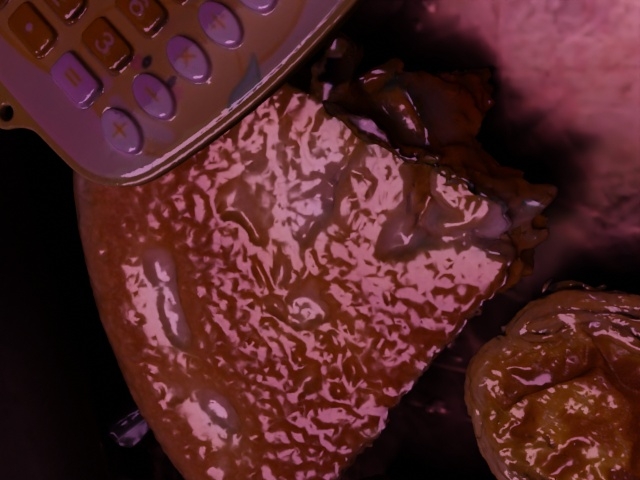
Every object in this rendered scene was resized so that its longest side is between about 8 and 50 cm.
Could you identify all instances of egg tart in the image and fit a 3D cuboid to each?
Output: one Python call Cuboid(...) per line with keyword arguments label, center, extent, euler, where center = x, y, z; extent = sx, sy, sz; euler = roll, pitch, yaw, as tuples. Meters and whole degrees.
Cuboid(label="egg tart", center=(0.127, 0.070, 0.570), extent=(0.130, 0.052, 0.130), euler=(13, 120, 23))

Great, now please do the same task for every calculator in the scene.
Cuboid(label="calculator", center=(-0.050, -0.130, 0.519), extent=(0.236, 0.033, 0.157), euler=(-44, 76, 9))

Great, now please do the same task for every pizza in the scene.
Cuboid(label="pizza", center=(0.000, 0.000, 0.584), extent=(0.228, 0.081, 0.290), euler=(-11, 101, 27))

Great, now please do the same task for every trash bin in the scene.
Cuboid(label="trash bin", center=(-0.231, 0.016, 0.642), extent=(0.252, 0.203, 0.302), euler=(-15, 111, -5))

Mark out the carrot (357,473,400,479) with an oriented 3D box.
Cuboid(label="carrot", center=(0.142, 0.189, 0.586), extent=(0.301, 0.114, 0.114), euler=(11, 118, 23))
